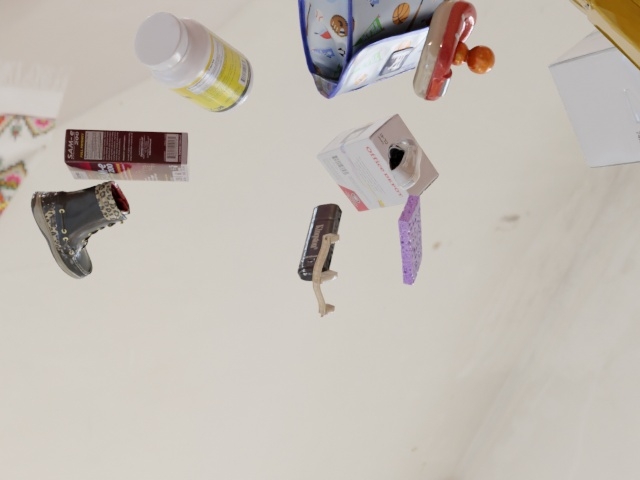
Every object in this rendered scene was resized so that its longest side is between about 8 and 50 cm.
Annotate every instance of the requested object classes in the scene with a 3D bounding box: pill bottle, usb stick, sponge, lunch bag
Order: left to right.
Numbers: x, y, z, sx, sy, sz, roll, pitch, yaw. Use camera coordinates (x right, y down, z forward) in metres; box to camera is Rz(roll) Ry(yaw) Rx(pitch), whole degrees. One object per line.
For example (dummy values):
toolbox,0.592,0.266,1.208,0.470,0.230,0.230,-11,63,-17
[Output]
pill bottle,-0.332,-0.467,2.268,0.188,0.188,0.334,39,-173,27
usb stick,0.000,0.000,2.068,0.077,0.045,0.278,-1,-144,11
lunch bag,0.129,-0.536,1.962,0.327,0.386,0.239,-24,-138,-29
sponge,0.231,0.000,2.199,0.031,0.210,0.117,7,-140,18

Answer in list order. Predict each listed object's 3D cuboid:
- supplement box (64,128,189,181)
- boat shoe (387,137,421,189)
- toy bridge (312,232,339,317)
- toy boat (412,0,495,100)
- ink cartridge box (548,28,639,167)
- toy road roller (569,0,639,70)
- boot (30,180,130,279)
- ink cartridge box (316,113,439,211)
supplement box,-0.388,-0.171,1.756,0.239,0.130,0.073,1,-102,-6
boat shoe,0.168,-0.175,1.822,0.063,0.066,0.184,46,-149,-24
toy bridge,0.009,0.080,1.887,0.026,0.188,0.063,16,-159,36
toy boat,0.286,-0.387,1.780,0.151,0.151,0.231,17,-123,3
ink cartridge box,0.550,-0.273,1.407,0.270,0.198,0.197,-37,-162,-32
toy road roller,0.419,-0.341,1.095,0.329,0.202,0.240,49,-169,12
boot,-0.482,-0.021,1.821,0.178,0.236,0.085,-12,-139,6
ink cartridge box,0.159,-0.214,2.460,0.131,0.306,0.226,-44,-73,-25
